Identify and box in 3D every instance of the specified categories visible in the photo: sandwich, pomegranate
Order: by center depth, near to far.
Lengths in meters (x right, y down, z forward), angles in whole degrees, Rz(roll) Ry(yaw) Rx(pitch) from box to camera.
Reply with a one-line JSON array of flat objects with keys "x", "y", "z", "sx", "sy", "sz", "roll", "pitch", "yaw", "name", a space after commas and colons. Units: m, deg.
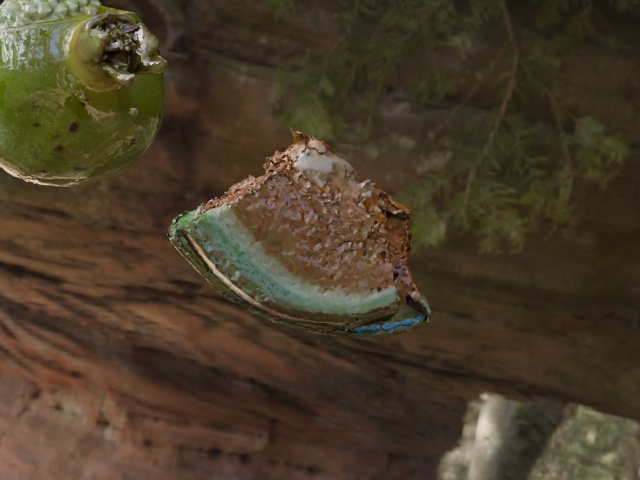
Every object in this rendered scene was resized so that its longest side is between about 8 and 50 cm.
[{"x": 0.002, "y": 0.011, "z": 0.904, "sx": 0.235, "sy": 0.159, "sz": 0.079, "roll": 37, "pitch": -2, "yaw": -12, "name": "sandwich"}, {"x": -0.298, "y": -0.191, "z": 1.266, "sx": 0.260, "sy": 0.261, "sz": 0.340, "roll": 13, "pitch": -11, "yaw": -33, "name": "pomegranate"}]
